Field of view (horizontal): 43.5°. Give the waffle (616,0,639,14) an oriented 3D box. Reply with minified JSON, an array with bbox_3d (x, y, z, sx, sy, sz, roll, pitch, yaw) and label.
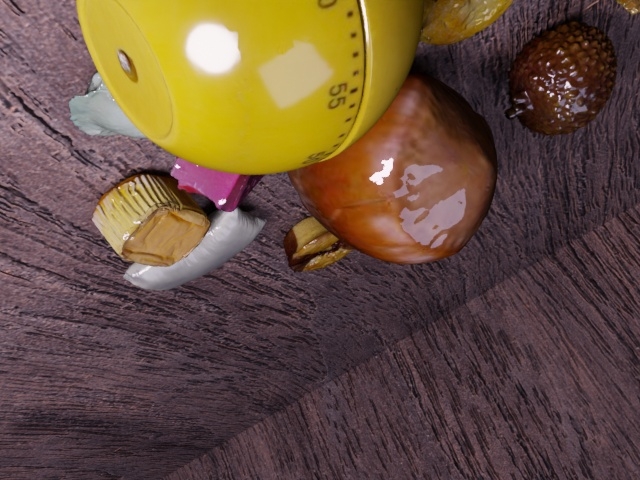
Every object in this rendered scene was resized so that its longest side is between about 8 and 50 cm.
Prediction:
[{"bbox_3d":[0.533,-0.453,1.386,0.191,0.046,0.161,-15,153,-28],"label":"waffle"}]

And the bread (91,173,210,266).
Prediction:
[{"bbox_3d":[-0.270,-0.036,1.282,0.132,0.114,0.190,-43,164,9],"label":"bread"}]

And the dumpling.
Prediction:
[{"bbox_3d":[-0.236,-0.184,1.039,0.149,0.105,0.216,8,-172,30],"label":"dumpling"}]

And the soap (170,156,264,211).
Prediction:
[{"bbox_3d":[-0.098,-0.164,1.086,0.250,0.099,0.162,-64,179,-62],"label":"soap"}]

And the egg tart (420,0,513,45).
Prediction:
[{"bbox_3d":[0.183,-0.359,1.101,0.294,0.116,0.295,-24,155,-12],"label":"egg tart"}]

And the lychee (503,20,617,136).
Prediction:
[{"bbox_3d":[0.429,-0.285,1.445,0.238,0.200,0.200,-35,160,-15],"label":"lychee"}]

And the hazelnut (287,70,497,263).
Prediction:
[{"bbox_3d":[0.120,-0.117,1.331,0.372,0.316,0.372,6,162,2],"label":"hazelnut"}]

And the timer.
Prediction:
[{"bbox_3d":[-0.038,-0.256,0.815,0.386,0.376,0.376,-32,161,-27],"label":"timer"}]

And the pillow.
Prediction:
[{"bbox_3d":[-0.227,0.014,1.470,0.254,0.078,0.144,-30,158,7],"label":"pillow"}]

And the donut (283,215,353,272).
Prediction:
[{"bbox_3d":[0.000,0.000,1.707,0.184,0.073,0.166,-7,149,-43],"label":"donut"}]
